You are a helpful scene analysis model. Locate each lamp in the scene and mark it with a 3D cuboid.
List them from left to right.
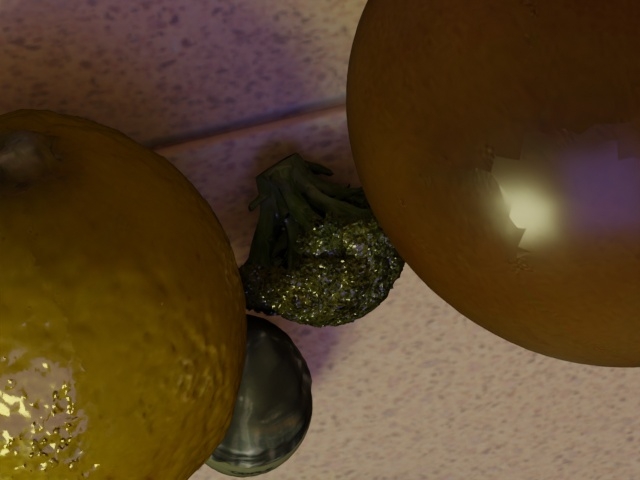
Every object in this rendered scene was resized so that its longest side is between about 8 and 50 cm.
[{"bbox_3d":[-0.053,0.114,1.431,0.101,0.101,0.250,-8,160,-6],"label":"lamp"}]

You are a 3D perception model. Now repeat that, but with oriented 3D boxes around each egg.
[{"bbox_3d":[0.171,-0.067,1.201,0.283,0.282,0.351,-36,141,21],"label":"egg"}]

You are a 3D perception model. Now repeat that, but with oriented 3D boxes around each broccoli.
[{"bbox_3d":[0.000,0.000,1.353,0.120,0.130,0.131,57,142,-3],"label":"broccoli"}]

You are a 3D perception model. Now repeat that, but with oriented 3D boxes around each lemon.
[{"bbox_3d":[-0.179,0.055,1.248,0.293,0.293,0.293,-7,135,-7],"label":"lemon"}]
